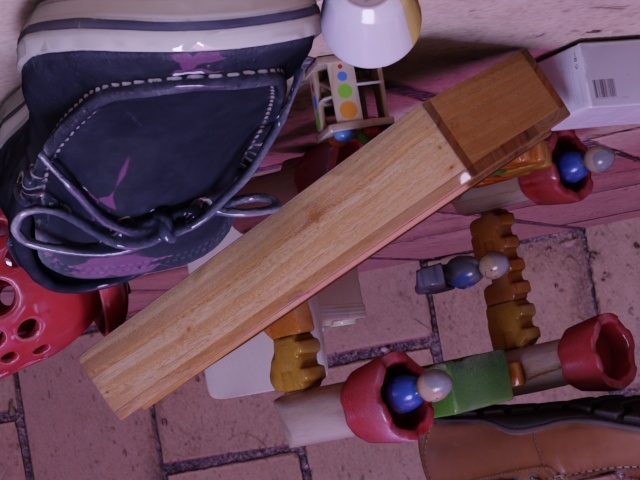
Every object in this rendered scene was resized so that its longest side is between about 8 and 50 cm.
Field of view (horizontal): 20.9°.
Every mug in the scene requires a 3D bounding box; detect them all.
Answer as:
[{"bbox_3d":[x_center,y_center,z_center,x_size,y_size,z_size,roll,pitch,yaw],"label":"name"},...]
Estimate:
[{"bbox_3d":[0.032,-0.148,1.031,0.062,0.078,0.064,22,169,9],"label":"mug"}]

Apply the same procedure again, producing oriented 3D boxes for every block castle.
[{"bbox_3d":[0.142,0.034,1.771,0.213,0.303,0.453,-16,173,40],"label":"block castle"}]

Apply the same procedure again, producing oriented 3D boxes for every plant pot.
[{"bbox_3d":[-0.271,0.018,1.525,0.174,0.191,0.191,-18,177,-14],"label":"plant pot"}]

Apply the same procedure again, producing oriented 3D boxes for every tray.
[{"bbox_3d":[0.000,0.000,1.439,0.411,0.076,0.203,-36,178,34],"label":"tray"}]

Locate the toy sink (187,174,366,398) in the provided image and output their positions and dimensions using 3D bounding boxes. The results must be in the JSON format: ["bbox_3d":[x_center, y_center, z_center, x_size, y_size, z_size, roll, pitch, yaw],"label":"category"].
[{"bbox_3d":[-0.047,0.050,1.957,0.153,0.234,0.131,-13,173,28],"label":"toy sink"}]

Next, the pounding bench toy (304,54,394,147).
[{"bbox_3d":[0.019,-0.104,1.345,0.052,0.065,0.083,-9,175,-12],"label":"pounding bench toy"}]

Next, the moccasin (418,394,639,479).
[{"bbox_3d":[0.270,0.244,1.851,0.380,0.147,0.139,-8,179,34],"label":"moccasin"}]

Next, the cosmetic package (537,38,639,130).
[{"bbox_3d":[0.297,-0.139,1.499,0.239,0.060,0.099,-7,172,-27],"label":"cosmetic package"}]

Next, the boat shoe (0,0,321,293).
[{"bbox_3d":[-0.116,-0.059,1.133,0.187,0.156,0.500,-6,172,-20],"label":"boat shoe"}]

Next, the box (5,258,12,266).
[{"bbox_3d":[-0.405,0.021,1.963,0.231,0.056,0.183,-9,174,-10],"label":"box"}]
